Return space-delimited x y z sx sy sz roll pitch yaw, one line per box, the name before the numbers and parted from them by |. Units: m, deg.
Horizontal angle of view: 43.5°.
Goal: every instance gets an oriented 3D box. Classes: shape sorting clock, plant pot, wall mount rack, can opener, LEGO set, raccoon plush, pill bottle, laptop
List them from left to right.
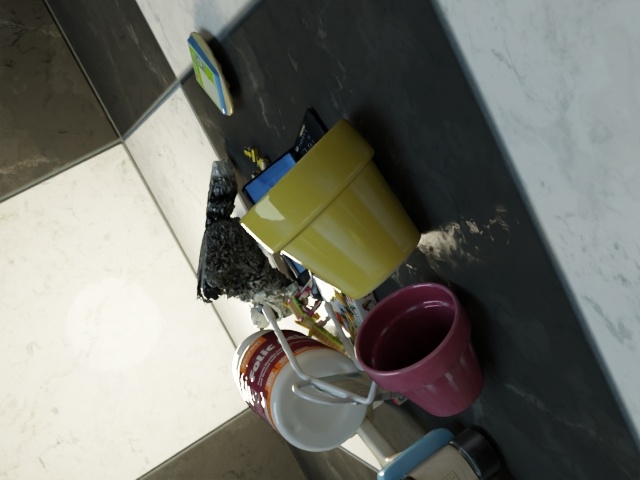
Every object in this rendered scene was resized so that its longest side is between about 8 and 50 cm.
shape sorting clock | -0.251 -0.387 1.859 0.206 0.040 0.206 53 165 21
raccoon plush | -0.167 0.021 2.178 0.216 0.299 0.447 -126 44 -70
pill bottle | -0.064 0.329 1.872 0.224 0.224 0.392 64 162 -13
laptop | -0.032 -0.086 1.590 0.234 0.136 0.264 56 162 9
can opener | -0.008 0.066 1.921 0.059 0.073 0.186 -62 -46 -64
LEGO set | 0.016 0.191 2.020 0.287 0.107 0.132 44 -168 28
plant pot | 0.031 -0.036 1.362 0.239 0.254 0.254 46 163 -5
wall mount rack | 0.051 0.227 1.610 0.304 0.350 0.131 17 97 37
plant pot | 0.189 0.203 1.394 0.180 0.201 0.201 51 169 -32

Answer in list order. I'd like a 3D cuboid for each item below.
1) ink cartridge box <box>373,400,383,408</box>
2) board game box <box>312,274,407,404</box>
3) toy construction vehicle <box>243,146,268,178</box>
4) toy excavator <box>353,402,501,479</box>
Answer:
ink cartridge box | 0.077 0.399 2.045 0.092 0.143 0.090 47 158 34
board game box | 0.099 0.215 1.846 0.193 0.053 0.305 22 139 62
toy construction vehicle | -0.144 -0.179 1.924 0.098 0.035 0.086 32 136 51
toy excavator | 0.205 0.514 1.727 0.433 0.222 0.445 55 161 7
